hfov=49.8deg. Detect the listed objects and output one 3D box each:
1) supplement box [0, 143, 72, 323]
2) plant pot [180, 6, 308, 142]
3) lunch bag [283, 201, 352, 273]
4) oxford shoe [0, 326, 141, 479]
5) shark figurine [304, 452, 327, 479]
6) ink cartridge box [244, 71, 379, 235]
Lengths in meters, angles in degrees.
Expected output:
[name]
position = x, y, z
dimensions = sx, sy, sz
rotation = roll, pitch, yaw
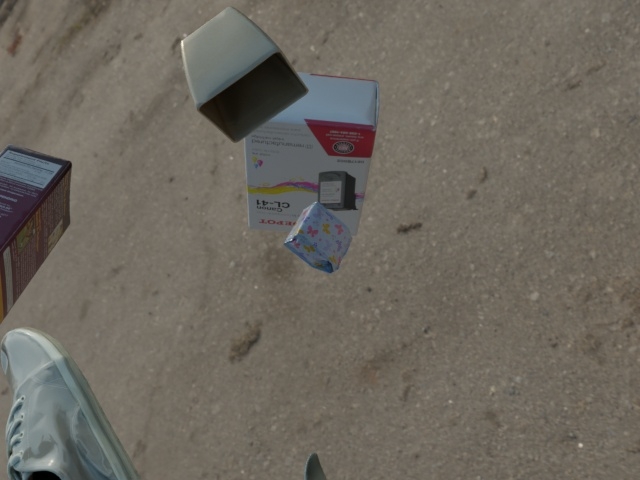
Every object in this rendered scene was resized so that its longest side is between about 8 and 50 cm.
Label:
[supplement box]
position = -0.358, -0.011, 0.779
dimensions = 0.188, 0.080, 0.104
rotation = -77, 5, -50
[plant pot]
position = -0.094, -0.194, 0.779
dimensions = 0.109, 0.109, 0.096
rotation = -33, 71, 7
[lunch bag]
position = 0.000, 0.000, 0.984
dimensions = 0.053, 0.083, 0.071
rotation = -35, 23, 54
[oxford shoe]
position = -0.394, 0.280, 0.994
dimensions = 0.449, 0.130, 0.169
rotation = 41, 130, 37
[shark figurine]
position = 0.054, 0.293, 0.660
dimensions = 0.116, 0.278, 0.166
rotation = -50, 48, 41
[ink cartridge box]
position = -0.022, -0.150, 1.259
dimensions = 0.306, 0.226, 0.131
rotation = 95, 179, -53
